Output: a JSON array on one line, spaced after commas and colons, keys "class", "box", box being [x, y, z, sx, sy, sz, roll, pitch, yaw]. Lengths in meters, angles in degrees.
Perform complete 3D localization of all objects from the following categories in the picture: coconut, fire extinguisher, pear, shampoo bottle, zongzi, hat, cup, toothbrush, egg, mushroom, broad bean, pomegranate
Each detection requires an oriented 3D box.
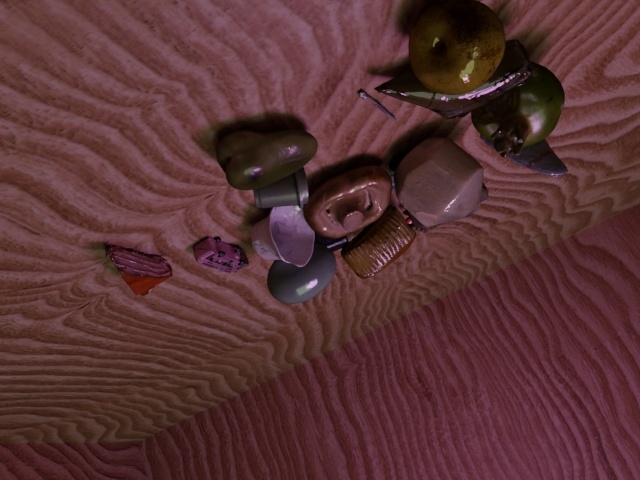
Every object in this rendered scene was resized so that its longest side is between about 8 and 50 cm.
[{"class": "coconut", "box": [0.350, -0.160, 1.756, 0.245, 0.247, 0.245, -40, 170, -9]}, {"class": "fire extinguisher", "box": [0.235, -0.241, 1.789, 0.038, 0.025, 0.083, 22, 133, -32]}, {"class": "pear", "box": [0.287, -0.402, 1.261, 0.197, 0.197, 0.197, -21, 158, -9]}, {"class": "shampoo bottle", "box": [0.000, -0.001, 1.993, 0.310, 0.098, 0.071, -23, 153, -4]}, {"class": "zongzi", "box": [0.309, -0.380, 1.380, 0.289, 0.123, 0.260, 2, 163, -43]}, {"class": "hat", "box": [-0.123, -0.013, 1.778, 0.126, 0.203, 0.203, -12, 170, 39]}, {"class": "cup", "box": [-0.107, -0.135, 1.578, 0.141, 0.120, 0.120, -9, 155, -9]}, {"class": "toothbrush", "box": [0.144, -0.333, 1.502, 0.017, 0.014, 0.194, -34, 156, 23]}, {"class": "egg", "box": [-0.057, 0.100, 1.871, 0.231, 0.168, 0.168, -31, 158, -6]}, {"class": "mushroom", "box": [0.081, -0.113, 1.766, 0.278, 0.146, 0.278, -15, 147, -10]}, {"class": "broad bean", "box": [-0.120, -0.189, 1.426, 0.263, 0.121, 0.189, -10, 158, -35]}, {"class": "pomegranate", "box": [0.500, -0.320, 1.539, 0.236, 0.301, 0.236, 9, 138, 8]}]

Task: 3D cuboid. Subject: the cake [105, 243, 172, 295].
[{"class": "cake", "box": [-0.504, 0.075, 1.668, 0.135, 0.098, 0.287, -22, 162, -1]}]

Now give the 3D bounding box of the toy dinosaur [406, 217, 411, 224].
[{"class": "toy dinosaur", "box": [0.270, -0.029, 2.281, 0.139, 0.070, 0.286, 14, 140, -24]}]

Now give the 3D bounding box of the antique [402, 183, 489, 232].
[{"class": "antique", "box": [0.416, -0.138, 2.064, 0.284, 0.125, 0.150, -35, 155, 24]}]

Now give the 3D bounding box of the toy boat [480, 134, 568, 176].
[{"class": "toy boat", "box": [0.576, -0.280, 1.705, 0.206, 0.282, 0.096, -24, 156, -3]}]

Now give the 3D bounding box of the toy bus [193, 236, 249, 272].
[{"class": "toy bus", "box": [-0.302, 0.047, 1.846, 0.090, 0.063, 0.203, -28, 156, 18]}]

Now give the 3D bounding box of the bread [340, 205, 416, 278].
[{"class": "bread", "box": [0.193, 0.010, 2.039, 0.253, 0.142, 0.227, -45, -169, -10]}]

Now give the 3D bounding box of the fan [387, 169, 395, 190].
[{"class": "fan", "box": [0.271, -0.198, 1.945, 0.131, 0.009, 0.240, -32, 156, 14]}]
